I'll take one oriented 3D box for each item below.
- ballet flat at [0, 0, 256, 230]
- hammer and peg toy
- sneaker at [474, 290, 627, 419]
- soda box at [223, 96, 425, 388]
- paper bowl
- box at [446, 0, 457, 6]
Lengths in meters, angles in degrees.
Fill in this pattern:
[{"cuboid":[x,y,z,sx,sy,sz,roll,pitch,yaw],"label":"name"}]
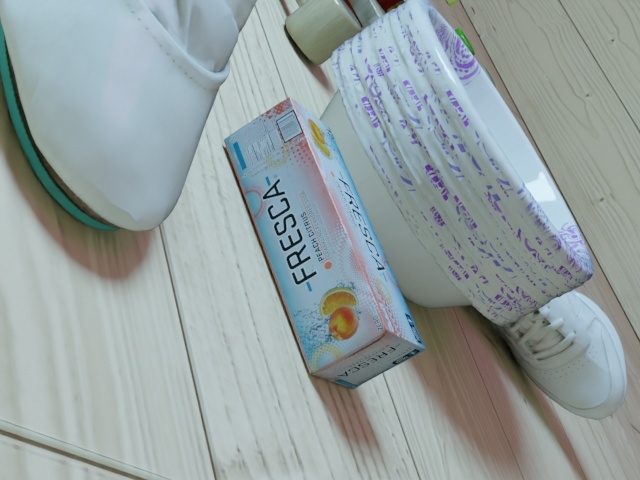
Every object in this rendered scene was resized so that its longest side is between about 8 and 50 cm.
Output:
[{"cuboid":[-0.095,-0.175,0.583,0.139,0.139,0.400,45,22,-38],"label":"ballet flat"},{"cuboid":[0.061,-0.270,1.176,0.266,0.127,0.361,64,18,17],"label":"hammer and peg toy"},{"cuboid":[0.202,0.067,1.086,0.305,0.114,0.152,56,31,4],"label":"sneaker"},{"cuboid":[0.000,0.000,0.672,0.063,0.058,0.183,31,33,-57],"label":"soda box"},{"cuboid":[0.103,-0.056,0.900,0.284,0.148,0.284,50,20,-26],"label":"paper bowl"},{"cuboid":[0.138,-0.371,1.255,0.087,0.058,0.232,47,19,-27],"label":"box"}]
